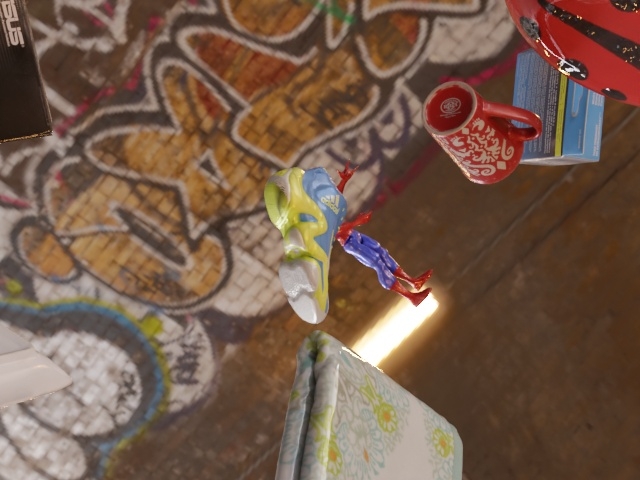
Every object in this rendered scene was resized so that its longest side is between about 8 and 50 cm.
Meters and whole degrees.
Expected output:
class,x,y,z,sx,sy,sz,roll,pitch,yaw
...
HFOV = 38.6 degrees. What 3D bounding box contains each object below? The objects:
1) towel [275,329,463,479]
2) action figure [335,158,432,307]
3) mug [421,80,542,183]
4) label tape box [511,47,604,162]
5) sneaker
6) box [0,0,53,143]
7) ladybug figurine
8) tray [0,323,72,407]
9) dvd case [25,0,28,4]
class,x,y,z,sx,sy,sz,roll,pitch,yaw
towel,0.069,0.349,1.206,0.090,0.320,0.375,-19,-135,33
action figure,0.082,-0.019,1.519,0.139,0.280,0.091,-55,-170,27
mug,0.247,-0.182,1.419,0.150,0.169,0.113,-39,-126,16
label tape box,0.513,-0.285,1.890,0.347,0.115,0.249,-169,-96,-77
sneaker,0.000,0.000,1.364,0.126,0.240,0.091,-25,-155,-34
box,-0.405,-0.192,1.004,0.045,0.184,0.191,-112,-163,-53
ladybug figurine,0.469,-0.337,1.390,0.305,0.449,0.162,115,0,-51
tray,-0.318,0.088,0.655,0.270,0.145,0.030,-9,120,-61
dvd case,-0.400,-0.362,1.050,0.018,0.221,0.165,-1,-121,22
